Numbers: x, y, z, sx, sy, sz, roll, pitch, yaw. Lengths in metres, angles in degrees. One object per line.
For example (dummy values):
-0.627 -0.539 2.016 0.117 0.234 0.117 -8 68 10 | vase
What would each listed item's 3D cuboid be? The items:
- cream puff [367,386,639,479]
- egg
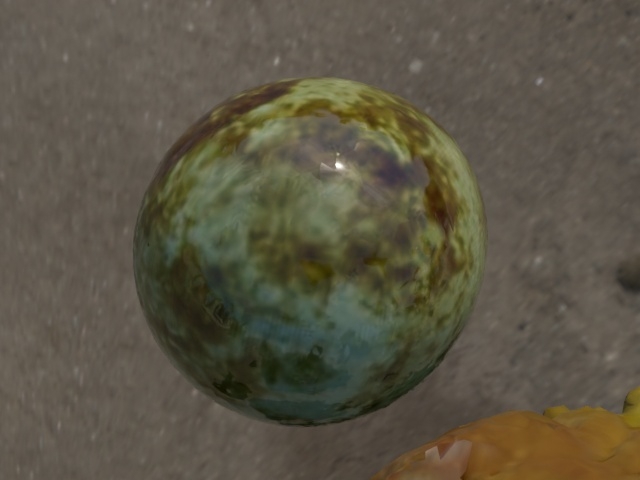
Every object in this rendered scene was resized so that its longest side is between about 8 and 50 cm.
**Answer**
0.100 0.131 0.384 0.269 0.155 0.241 41 44 -17 | cream puff
0.000 0.000 1.263 0.238 0.238 0.289 42 34 3 | egg
